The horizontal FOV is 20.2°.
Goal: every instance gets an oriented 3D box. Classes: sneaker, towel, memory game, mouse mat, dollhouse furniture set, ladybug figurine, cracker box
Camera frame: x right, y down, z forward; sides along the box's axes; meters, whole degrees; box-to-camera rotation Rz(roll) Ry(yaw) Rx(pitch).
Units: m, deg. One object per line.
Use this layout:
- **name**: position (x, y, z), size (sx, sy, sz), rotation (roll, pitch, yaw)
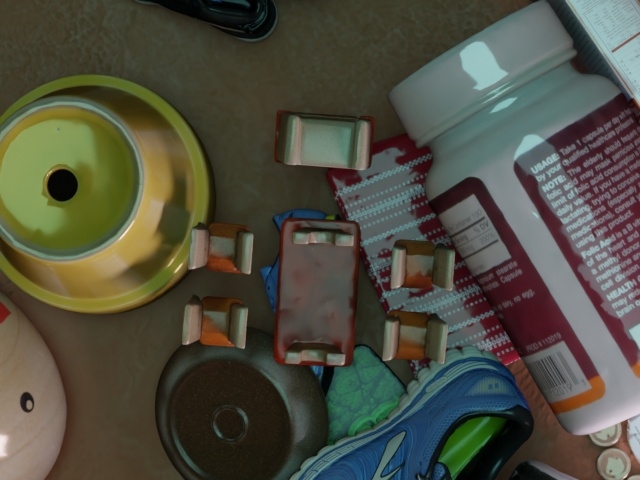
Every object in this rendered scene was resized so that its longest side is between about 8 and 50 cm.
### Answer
- **sneaker**: position (-0.022, 0.071, 1.908), size (0.082, 0.069, 0.209), rotation (1, 85, 8)
- **sneaker**: position (0.082, 0.254, 1.827), size (0.330, 0.147, 0.130), rotation (-45, 120, 0)
- **towel**: position (0.145, 0.006, 1.921), size (0.199, 0.031, 0.275), rotation (-23, 88, -1)
- **memory game**: position (0.375, 0.203, 1.909), size (0.186, 0.012, 0.186), rotation (0, 88, 2)
- **mouse mat**: position (0.026, 0.224, 1.925), size (0.190, 0.007, 0.152), rotation (-42, 86, 0)
- **dollhouse furniture set**: position (0.000, 0.000, 1.833), size (0.262, 0.135, 0.259), rotation (4, 94, -2)
- **sneaker**: position (-0.147, -0.283, 1.902), size (0.217, 0.121, 0.079), rotation (22, 87, 3)
- **ladybug figurine**: position (-0.487, 0.141, 1.872), size (0.449, 0.162, 0.305), rotation (19, 88, 3)
- **cracker box**: position (0.291, -0.221, 1.864), size (0.067, 0.156, 0.232), rotation (-33, 87, -1)

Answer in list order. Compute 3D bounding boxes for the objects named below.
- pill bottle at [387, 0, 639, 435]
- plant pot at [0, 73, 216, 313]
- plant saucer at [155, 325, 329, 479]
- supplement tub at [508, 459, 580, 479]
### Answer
- **pill bottle**: position (0.243, -0.025, 1.799), size (0.224, 0.224, 0.392), rotation (-30, 90, 0)
- **plant pot**: position (-0.243, -0.051, 1.836), size (0.254, 0.239, 0.254), rotation (0, 87, 3)
- **plant saucer**: position (-0.090, 0.189, 1.883), size (0.198, 0.036, 0.198), rotation (3, 100, 20)
- **supplement tub**: position (0.222, 0.410, 1.807), size (0.207, 0.207, 0.338), rotation (26, 89, 3)
